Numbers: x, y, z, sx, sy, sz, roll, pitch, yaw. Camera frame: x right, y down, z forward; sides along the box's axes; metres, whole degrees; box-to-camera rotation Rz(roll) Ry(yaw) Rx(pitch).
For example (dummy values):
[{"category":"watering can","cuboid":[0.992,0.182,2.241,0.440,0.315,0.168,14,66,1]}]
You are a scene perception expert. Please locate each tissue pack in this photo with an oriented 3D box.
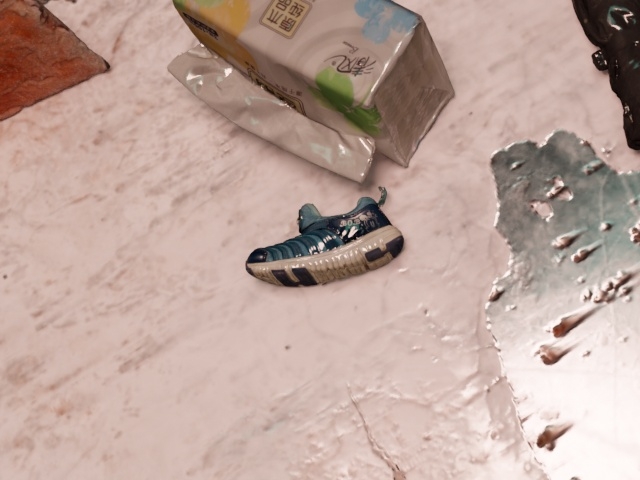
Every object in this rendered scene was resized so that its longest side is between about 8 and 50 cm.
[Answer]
[{"category":"tissue pack","cuboid":[-0.022,-0.157,1.163,0.229,0.159,0.145,31,84,22]}]

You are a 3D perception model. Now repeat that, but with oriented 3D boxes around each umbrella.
[{"category":"umbrella","cuboid":[0.266,-0.192,1.151,0.066,0.059,0.236,-9,66,-13]}]

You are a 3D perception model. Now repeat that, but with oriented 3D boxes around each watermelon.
[{"category":"watermelon","cuboid":[-0.351,-0.193,1.257,0.231,0.310,0.193,-29,61,-37]}]

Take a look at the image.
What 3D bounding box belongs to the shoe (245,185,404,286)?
[{"category":"shoe","cuboid":[0.000,0.000,1.159,0.143,0.064,0.071,-17,70,7]}]
